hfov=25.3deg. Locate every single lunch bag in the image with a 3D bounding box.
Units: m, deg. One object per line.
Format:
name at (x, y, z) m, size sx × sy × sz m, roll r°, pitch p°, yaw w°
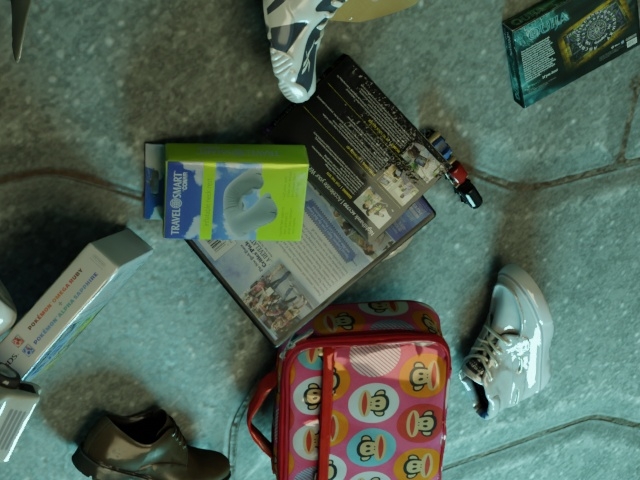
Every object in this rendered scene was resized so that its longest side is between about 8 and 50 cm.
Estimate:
lunch bag at (0.033, 0.221, 1.860) m, size 0.258 × 0.120 × 0.293 m, roll -2°, pitch 119°, yaw -7°

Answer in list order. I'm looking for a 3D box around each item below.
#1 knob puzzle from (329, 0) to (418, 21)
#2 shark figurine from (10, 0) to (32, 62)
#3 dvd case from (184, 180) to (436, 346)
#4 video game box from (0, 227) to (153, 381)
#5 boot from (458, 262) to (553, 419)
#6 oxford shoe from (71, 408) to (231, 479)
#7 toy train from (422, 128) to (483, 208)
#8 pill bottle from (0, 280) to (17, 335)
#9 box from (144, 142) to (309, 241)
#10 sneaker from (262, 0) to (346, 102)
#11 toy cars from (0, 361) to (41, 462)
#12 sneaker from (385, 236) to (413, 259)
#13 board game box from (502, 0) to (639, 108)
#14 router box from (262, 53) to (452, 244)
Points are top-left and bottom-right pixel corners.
knob puzzle at (0.040, -0.319, 1.540) m, size 0.213 × 0.030 × 0.213 m, roll -9°, pitch 126°, yaw -12°
shark figurine at (-0.167, -0.267, 1.357) m, size 0.278 × 0.116 × 0.166 m, roll -18°, pitch 150°, yaw -28°
dvd case at (-0.013, -0.020, 1.673) m, size 0.253 × 0.022 × 0.180 m, roll -39°, pitch 102°, yaw -3°
video game box at (-0.270, 0.074, 1.529) m, size 0.048 × 0.205 × 0.187 m, roll 40°, pitch 95°, yaw 0°
boot at (0.254, 0.153, 2.001) m, size 0.123 × 0.095 × 0.258 m, roll -34°, pitch 137°, yaw -18°
oxford shoe at (-0.193, 0.265, 1.792) m, size 0.227 × 0.083 × 0.096 m, roll 18°, pitch 107°, yaw -43°
toy train at (0.168, -0.088, 1.801) m, size 0.027 × 0.036 × 0.158 m, roll -42°, pitch 136°, yaw -1°
pill bottle at (-0.468, 0.106, 1.419) m, size 0.301 × 0.169 × 0.169 m, roll -38°, pitch 136°, yaw -5°
box at (-0.107, -0.054, 1.590) m, size 0.178 × 0.042 × 0.109 m, roll 1°, pitch 125°, yaw -8°
sneaker at (0.013, -0.260, 1.494) m, size 0.153 × 0.094 × 0.235 m, roll -9°, pitch 117°, yaw 0°
toy cars at (-0.385, 0.085, 1.291) m, size 0.176 × 0.087 × 0.394 m, roll -28°, pitch 124°, yaw -11°
sneaker at (0.000, 0.000, 1.732) m, size 0.232 × 0.090 × 0.115 m, roll -36°, pitch 127°, yaw -16°
board game box at (0.316, -0.259, 1.782) m, size 0.186 × 0.026 × 0.126 m, roll -29°, pitch 134°, yaw -13°
router box at (0.042, -0.105, 1.634) m, size 0.133 × 0.046 × 0.179 m, roll -43°, pitch 102°, yaw 2°
